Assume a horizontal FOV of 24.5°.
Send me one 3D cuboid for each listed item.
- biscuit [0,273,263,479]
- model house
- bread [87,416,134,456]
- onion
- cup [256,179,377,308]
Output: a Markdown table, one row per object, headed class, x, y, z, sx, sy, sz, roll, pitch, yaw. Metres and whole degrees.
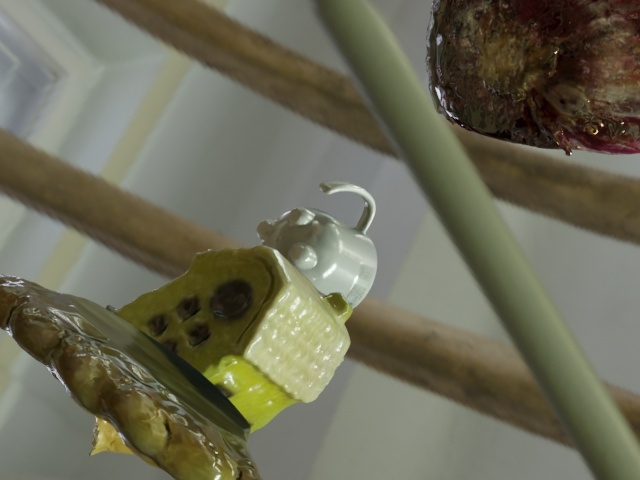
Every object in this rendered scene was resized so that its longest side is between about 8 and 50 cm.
| class | x | y | z | sx | sy | sz | roll | pitch | yaw |
| --- | --- | --- | --- | --- | --- | --- | --- | --- | --- |
| biscuit | -0.146 | 0.144 | 1.287 | 0.335 | 0.329 | 0.078 | 38 | -93 | 30 |
| model house | -0.093 | 0.105 | 1.697 | 0.234 | 0.193 | 0.174 | -37 | -126 | 5 |
| bread | -0.243 | 0.246 | 2.101 | 0.085 | 0.173 | 0.134 | -142 | -122 | -68 |
| onion | 0.290 | -0.243 | 1.676 | 0.337 | 0.282 | 0.260 | 18 | -73 | 44 |
| cup | 0.000 | 0.011 | 2.050 | 0.173 | 0.142 | 0.134 | -34 | -128 | 23 |
